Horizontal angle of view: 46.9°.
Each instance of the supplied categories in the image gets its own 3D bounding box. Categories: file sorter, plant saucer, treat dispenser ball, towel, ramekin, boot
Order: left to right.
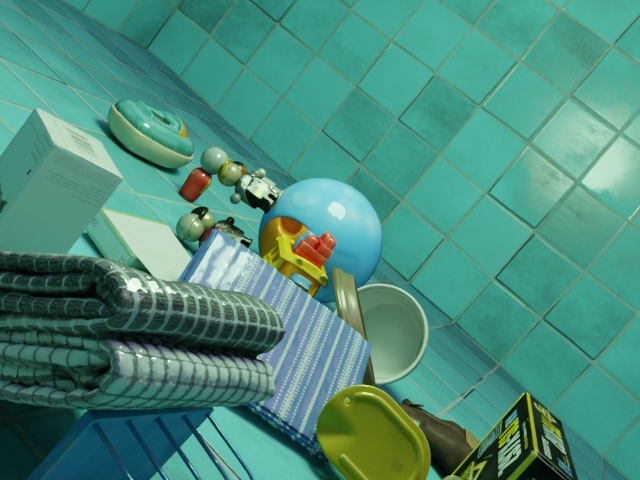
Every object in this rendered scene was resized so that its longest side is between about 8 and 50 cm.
[{"bbox_3d":[-0.208,0.080,0.677,0.283,0.121,0.235,2,-9,28],"label":"towel"},{"bbox_3d":[-0.154,0.221,0.641,0.104,0.118,0.170,48,12,24],"label":"file sorter"},{"bbox_3d":[-0.079,0.154,1.119,0.336,0.040,0.243,38,43,-13],"label":"towel"},{"bbox_3d":[0.000,0.000,1.700,0.288,0.288,0.288,38,10,-8],"label":"treat dispenser ball"},{"bbox_3d":[0.066,0.182,1.374,0.278,0.041,0.278,-12,90,-88],"label":"plant saucer"},{"bbox_3d":[0.129,0.202,1.553,0.207,0.207,0.109,43,0,21],"label":"ramekin"},{"bbox_3d":[0.218,0.395,1.418,0.206,0.090,0.248,30,8,17],"label":"boot"}]

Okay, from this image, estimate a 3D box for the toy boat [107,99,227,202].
[{"bbox_3d":[-0.365,-0.240,1.844,0.318,0.148,0.267,43,10,24],"label":"toy boat"}]

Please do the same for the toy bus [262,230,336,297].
[{"bbox_3d":[-0.050,0.076,1.412,0.149,0.211,0.220,38,11,-16],"label":"toy bus"}]

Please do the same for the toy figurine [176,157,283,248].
[{"bbox_3d":[-0.189,-0.066,1.539,0.148,0.210,0.213,33,9,-2],"label":"toy figurine"}]

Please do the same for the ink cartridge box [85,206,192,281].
[{"bbox_3d":[-0.258,0.051,1.203,0.235,0.056,0.171,49,13,24],"label":"ink cartridge box"}]

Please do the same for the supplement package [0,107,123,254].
[{"bbox_3d":[-0.357,-0.056,0.940,0.105,0.179,0.105,29,14,-47],"label":"supplement package"}]

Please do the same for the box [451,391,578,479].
[{"bbox_3d":[0.241,0.364,1.046,0.079,0.257,0.322,42,11,10],"label":"box"}]

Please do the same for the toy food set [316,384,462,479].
[{"bbox_3d":[0.086,0.311,1.076,0.218,0.128,0.071,48,-16,5],"label":"toy food set"}]
